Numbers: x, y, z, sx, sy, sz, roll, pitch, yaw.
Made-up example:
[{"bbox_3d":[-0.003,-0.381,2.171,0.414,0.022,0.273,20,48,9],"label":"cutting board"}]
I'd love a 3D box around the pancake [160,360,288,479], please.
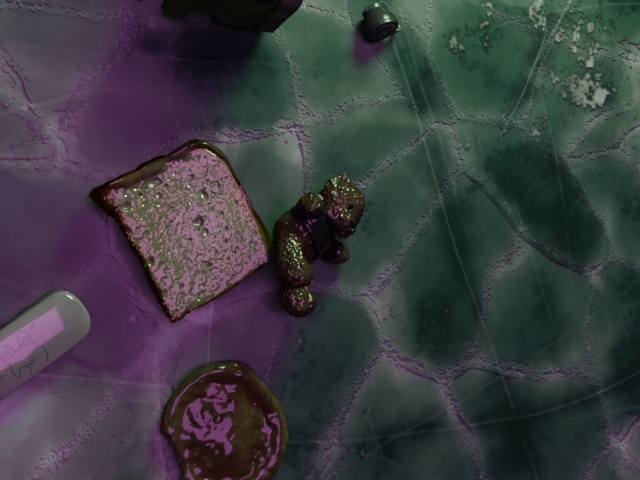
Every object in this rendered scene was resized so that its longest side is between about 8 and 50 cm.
[{"bbox_3d":[-0.159,0.325,1.312,0.222,0.042,0.236,-2,88,-20],"label":"pancake"}]

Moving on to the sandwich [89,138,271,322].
[{"bbox_3d":[-0.220,-0.025,1.276,0.226,0.087,0.251,-32,102,-18],"label":"sandwich"}]

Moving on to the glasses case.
[{"bbox_3d":[-0.463,0.169,1.185,0.233,0.059,0.092,-37,103,-20],"label":"glasses case"}]

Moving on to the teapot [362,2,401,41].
[{"bbox_3d":[0.114,-0.411,1.446,0.088,0.066,0.057,-12,75,-44],"label":"teapot"}]

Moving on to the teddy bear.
[{"bbox_3d":[-0.019,-0.007,1.342,0.129,0.182,0.251,27,64,20],"label":"teddy bear"}]

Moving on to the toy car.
[{"bbox_3d":[-0.130,-0.530,1.256,0.226,0.242,0.336,2,89,-19],"label":"toy car"}]
